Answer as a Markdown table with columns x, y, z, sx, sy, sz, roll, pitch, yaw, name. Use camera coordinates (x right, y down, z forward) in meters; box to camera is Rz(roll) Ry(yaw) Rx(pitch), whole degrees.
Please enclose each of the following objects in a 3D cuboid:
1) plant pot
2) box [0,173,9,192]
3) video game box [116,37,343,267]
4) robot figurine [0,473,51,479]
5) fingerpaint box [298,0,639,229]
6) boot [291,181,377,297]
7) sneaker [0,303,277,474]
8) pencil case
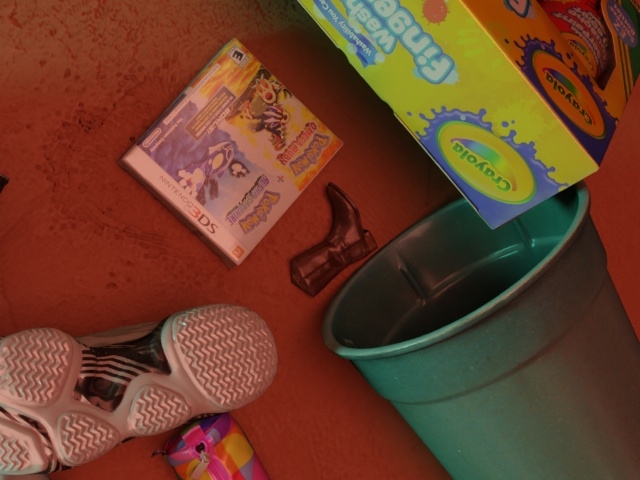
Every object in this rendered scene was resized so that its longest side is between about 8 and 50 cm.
| x | y | z | sx | sy | sz | roll | pitch | yaw | name |
| --- | --- | --- | --- | --- | --- | --- | --- | --- | --- |
| 0.230 | 0.152 | 1.285 | 0.341 | 0.341 | 0.334 | -38 | 106 | -17 | plant pot |
| -0.472 | 0.034 | 1.073 | 0.073 | 0.295 | 0.293 | 38 | 71 | -54 | box |
| -0.105 | -0.104 | 1.319 | 0.187 | 0.048 | 0.205 | 43 | 75 | -14 | video game box |
| -0.413 | 0.297 | 1.111 | 0.353 | 0.200 | 0.300 | 10 | 75 | -18 | robot figurine |
| 0.168 | -0.299 | 1.271 | 0.445 | 0.163 | 0.371 | 48 | 41 | -10 | fingerpaint box |
| 0.000 | 0.000 | 1.356 | 0.114 | 0.037 | 0.106 | -34 | 96 | -13 | boot |
| -0.241 | 0.160 | 1.155 | 0.365 | 0.210 | 0.137 | -10 | 81 | -28 | sneaker |
| -0.091 | 0.305 | 1.274 | 0.104 | 0.104 | 0.236 | -36 | 99 | -17 | pencil case |
